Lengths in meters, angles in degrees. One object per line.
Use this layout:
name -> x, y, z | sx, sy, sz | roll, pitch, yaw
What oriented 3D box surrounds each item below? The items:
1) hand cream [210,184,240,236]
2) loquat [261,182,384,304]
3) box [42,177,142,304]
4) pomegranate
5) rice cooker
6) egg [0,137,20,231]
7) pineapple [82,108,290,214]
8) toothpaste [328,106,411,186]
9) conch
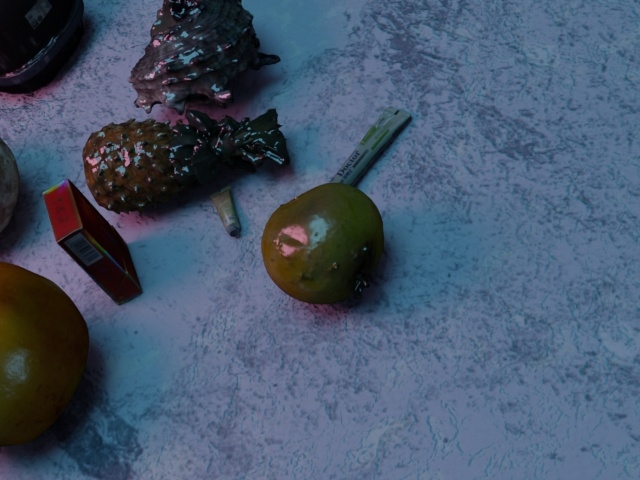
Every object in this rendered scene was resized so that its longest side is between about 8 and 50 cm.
hand cream -> -0.140, -0.043, 1.848 | 0.035, 0.022, 0.102 | -28, 44, 4
loquat -> 0.000, 0.000, 1.666 | 0.172, 0.149, 0.204 | -47, 39, -7
box -> -0.330, 0.003, 1.798 | 0.048, 0.175, 0.112 | -30, 49, 4
pomegranate -> -0.458, 0.154, 1.695 | 0.264, 0.264, 0.264 | -13, 52, 16
rice cooker -> -0.563, -0.405, 2.178 | 0.267, 0.224, 0.267 | -11, 52, 15
egg -> -0.580, -0.090, 1.965 | 0.203, 0.203, 0.245 | -32, 39, 0
pineapple -> -0.200, -0.122, 1.861 | 0.309, 0.141, 0.170 | -8, 24, 11
toothpaste -> 0.062, -0.123, 1.807 | 0.048, 0.029, 0.197 | 23, 65, 35
conch -> -0.209, -0.300, 1.982 | 0.240, 0.186, 0.313 | -34, 45, 16
